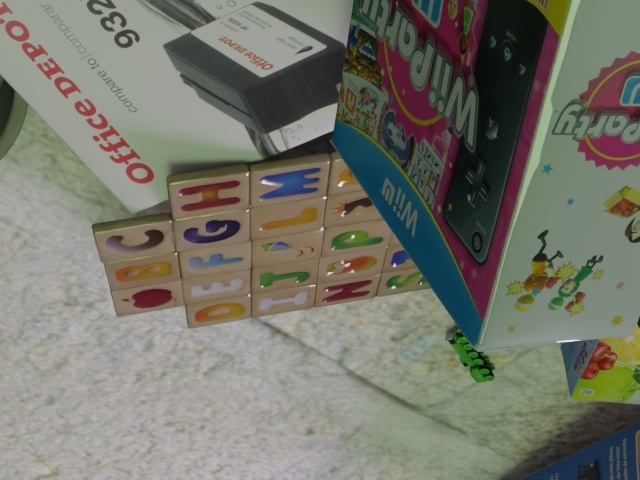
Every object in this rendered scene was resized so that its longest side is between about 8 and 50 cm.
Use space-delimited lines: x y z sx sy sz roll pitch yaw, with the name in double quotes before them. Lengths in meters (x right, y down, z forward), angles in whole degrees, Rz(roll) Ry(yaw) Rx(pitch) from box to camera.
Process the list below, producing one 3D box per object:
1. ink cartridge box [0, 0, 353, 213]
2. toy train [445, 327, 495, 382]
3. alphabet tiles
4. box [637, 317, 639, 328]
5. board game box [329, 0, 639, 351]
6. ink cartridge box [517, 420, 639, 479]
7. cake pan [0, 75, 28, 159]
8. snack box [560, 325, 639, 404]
"ink cartridge box" -0.057 -0.176 0.817 0.307 0.129 0.223 -21 133 20
"toy train" 0.144 0.110 1.198 0.023 0.017 0.083 -12 136 27
"alphabet tiles" 0.000 0.000 0.986 0.342 0.011 0.285 -9 157 -7
"box" 0.467 -0.014 0.901 0.395 0.212 0.293 24 136 -19
"board game box" 0.104 -0.132 0.627 0.097 0.224 0.303 -4 124 -20
"ink cartridge box" 0.347 0.330 1.300 0.270 0.151 0.395 21 146 -21
"cake pan" -0.356 -0.144 0.903 0.293 0.054 0.293 0 136 0
"snack box" 0.344 0.077 1.126 0.207 0.070 0.175 4 137 -7
